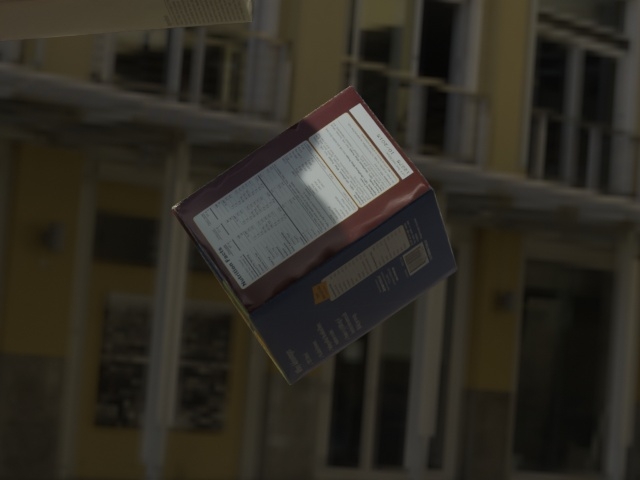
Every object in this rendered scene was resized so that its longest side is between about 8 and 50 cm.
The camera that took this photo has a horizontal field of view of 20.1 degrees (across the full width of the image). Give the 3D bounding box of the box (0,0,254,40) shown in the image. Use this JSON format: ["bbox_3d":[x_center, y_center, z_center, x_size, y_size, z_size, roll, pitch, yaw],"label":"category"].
[{"bbox_3d":[-0.203,-0.251,1.677,0.275,0.094,0.113,-3,-13,2],"label":"box"}]

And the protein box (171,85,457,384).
[{"bbox_3d":[0.000,0.000,1.693,0.201,0.136,0.200,-34,-25,-4],"label":"protein box"}]
